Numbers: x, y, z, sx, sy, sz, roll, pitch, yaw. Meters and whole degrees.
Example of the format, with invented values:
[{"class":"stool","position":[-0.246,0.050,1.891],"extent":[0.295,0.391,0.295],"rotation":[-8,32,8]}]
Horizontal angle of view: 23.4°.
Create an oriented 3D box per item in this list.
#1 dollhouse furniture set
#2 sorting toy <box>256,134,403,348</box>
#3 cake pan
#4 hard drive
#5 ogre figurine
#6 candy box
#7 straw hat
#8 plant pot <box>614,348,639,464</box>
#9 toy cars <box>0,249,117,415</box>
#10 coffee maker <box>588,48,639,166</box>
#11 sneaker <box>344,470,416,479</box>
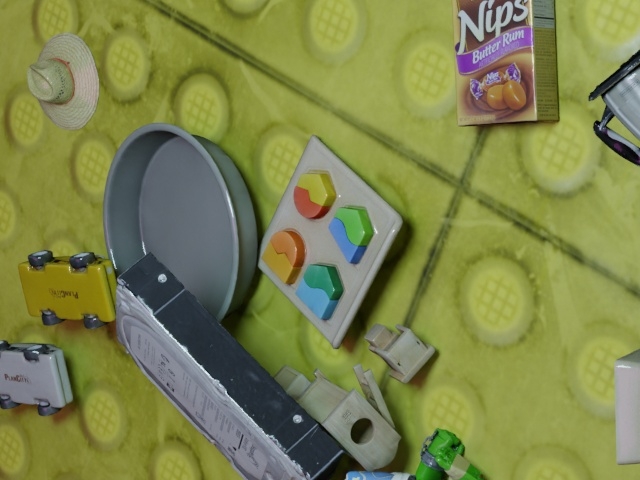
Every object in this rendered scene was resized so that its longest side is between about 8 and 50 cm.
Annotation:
[{"class":"dollhouse furniture set","position":[0.050,0.176,1.899],"extent":[0.161,0.101,0.182],"rotation":[-47,24,-10]},{"class":"sorting toy","position":[0.000,0.000,1.902],"extent":[0.208,0.038,0.193],"rotation":[48,122,40]},{"class":"cake pan","position":[-0.184,-0.011,2.042],"extent":[0.293,0.054,0.293],"rotation":[12,106,46]},{"class":"hard drive","position":[-0.122,0.189,1.906],"extent":[0.339,0.064,0.237],"rotation":[44,159,10]},{"class":"ogre figurine","position":[0.154,0.325,1.789],"extent":[0.197,0.097,0.118],"rotation":[47,119,27]},{"class":"candy box","position":[0.205,-0.223,1.730],"extent":[0.109,0.053,0.187],"rotation":[-1,92,40]},{"class":"straw hat","position":[-0.384,-0.227,2.211],"extent":[0.144,0.061,0.144],"rotation":[5,98,40]},{"class":"plant pot","position":[0.367,0.171,1.601],"extent":[0.096,0.109,0.109],"rotation":[-1,93,27]},{"class":"toy cars","position":[-0.372,0.126,2.205],"extent":[0.176,0.087,0.394],"rotation":[50,133,17]},{"class":"coffee maker","position":[0.379,-0.125,1.546],"extent":[0.178,0.171,0.120],"rotation":[50,147,0]},{"class":"sneaker","position":[0.054,0.314,1.836],"extent":[0.211,0.081,0.080],"rotation":[111,173,-60]}]
